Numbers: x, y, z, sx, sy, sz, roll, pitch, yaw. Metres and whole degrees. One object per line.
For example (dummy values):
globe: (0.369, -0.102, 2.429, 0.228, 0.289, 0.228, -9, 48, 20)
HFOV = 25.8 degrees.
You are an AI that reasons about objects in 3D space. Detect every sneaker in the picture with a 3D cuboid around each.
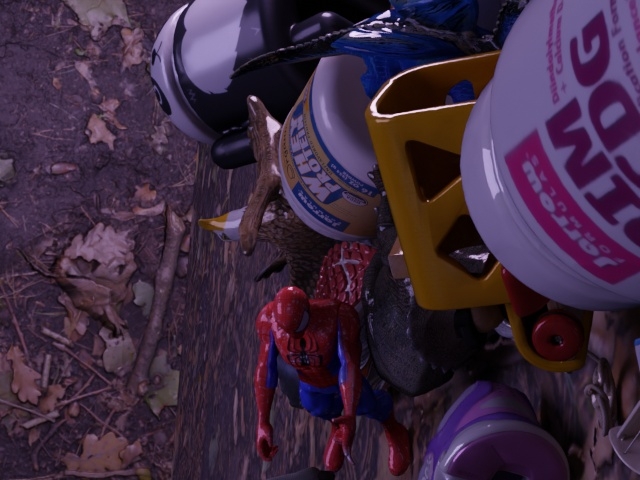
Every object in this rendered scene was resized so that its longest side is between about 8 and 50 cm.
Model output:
sneaker: (0.038, 0.075, 1.216, 0.225, 0.093, 0.088, 104, 169, -57)
sneaker: (0.095, 0.189, 0.929, 0.104, 0.095, 0.236, -91, 16, -59)

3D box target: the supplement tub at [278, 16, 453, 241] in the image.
supplement tub: (0.046, -0.083, 1.132, 0.199, 0.144, 0.144, 129, 144, -70)

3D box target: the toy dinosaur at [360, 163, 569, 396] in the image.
toy dinosaur: (0.072, 0.047, 1.015, 0.313, 0.121, 0.160, 127, 153, -63)

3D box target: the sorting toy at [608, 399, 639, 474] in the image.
sorting toy: (0.182, 0.096, 0.660, 0.083, 0.045, 0.075, 110, 153, -44)

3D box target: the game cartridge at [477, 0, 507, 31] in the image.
game cartridge: (0.085, -0.306, 1.032, 0.196, 0.060, 0.294, -112, 6, -67)

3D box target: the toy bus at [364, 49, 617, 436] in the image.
toy bus: (0.090, -0.004, 0.771, 0.191, 0.104, 0.202, 43, -136, -59)

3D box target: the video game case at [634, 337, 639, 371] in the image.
video game case: (0.184, 0.112, 0.583, 0.119, 0.015, 0.166, 145, 119, -64)

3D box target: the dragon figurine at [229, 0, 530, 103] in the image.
dragon figurine: (0.064, -0.139, 0.941, 0.085, 0.289, 0.144, -67, -23, -17)

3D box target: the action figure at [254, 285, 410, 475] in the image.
action figure: (0.005, 0.141, 1.083, 0.280, 0.091, 0.139, 67, -154, -53)

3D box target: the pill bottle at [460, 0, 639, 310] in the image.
pill bottle: (0.160, -0.063, 0.535, 0.283, 0.160, 0.160, 132, 142, -72)

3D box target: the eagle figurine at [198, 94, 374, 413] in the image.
eagle figurine: (-0.010, -0.002, 1.380, 0.226, 0.225, 0.298, -48, -38, -20)

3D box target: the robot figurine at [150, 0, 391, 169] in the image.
robot figurine: (-0.058, -0.201, 1.482, 0.278, 0.173, 0.209, -15, 23, 42)

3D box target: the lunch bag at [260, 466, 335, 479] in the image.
lunch bag: (-0.022, 0.309, 1.094, 0.287, 0.169, 0.235, 62, -166, -77)
